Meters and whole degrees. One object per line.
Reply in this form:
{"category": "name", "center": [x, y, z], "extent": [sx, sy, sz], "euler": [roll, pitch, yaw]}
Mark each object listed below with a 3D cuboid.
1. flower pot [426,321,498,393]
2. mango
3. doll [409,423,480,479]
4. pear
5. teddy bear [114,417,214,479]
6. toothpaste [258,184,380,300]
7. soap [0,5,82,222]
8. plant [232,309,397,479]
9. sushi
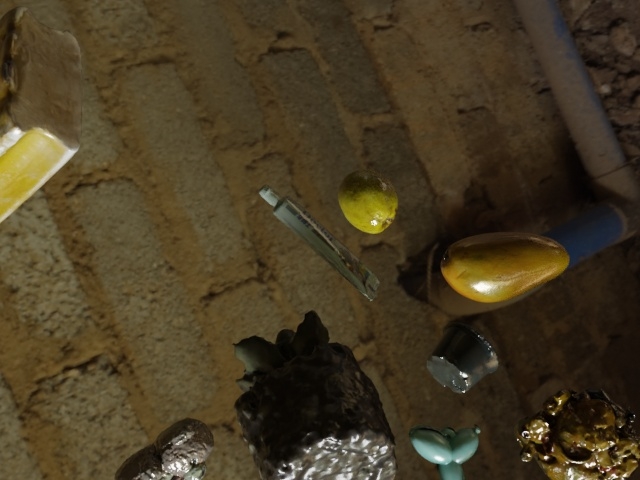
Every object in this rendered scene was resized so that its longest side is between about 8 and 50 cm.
{"category": "flower pot", "center": [0.326, 0.286, 1.702], "extent": [0.157, 0.107, 0.157], "euler": [36, 152, 23]}
{"category": "mango", "center": [0.361, 0.052, 1.407], "extent": [0.113, 0.253, 0.138], "euler": [-105, 10, -73]}
{"category": "doll", "center": [0.159, 0.312, 0.925], "extent": [0.158, 0.159, 0.059], "euler": [55, 174, 11]}
{"category": "pear", "center": [0.122, -0.098, 1.786], "extent": [0.162, 0.149, 0.149], "euler": [58, 142, 27]}
{"category": "teddy bear", "center": [-0.377, 0.555, 1.770], "extent": [0.151, 0.267, 0.236], "euler": [56, 178, 22]}
{"category": "toothpaste", "center": [0.000, 0.000, 1.162], "extent": [0.255, 0.067, 0.037], "euler": [43, 120, -9]}
{"category": "soap", "center": [-0.311, -0.087, 0.658], "extent": [0.232, 0.073, 0.140], "euler": [-31, 53, 31]}
{"category": "plant", "center": [-0.019, 0.264, 1.138], "extent": [0.213, 0.215, 0.312], "euler": [62, 177, -34]}
{"category": "sushi", "center": [0.485, 0.373, 1.350], "extent": [0.213, 0.204, 0.200], "euler": [32, 97, 24]}
